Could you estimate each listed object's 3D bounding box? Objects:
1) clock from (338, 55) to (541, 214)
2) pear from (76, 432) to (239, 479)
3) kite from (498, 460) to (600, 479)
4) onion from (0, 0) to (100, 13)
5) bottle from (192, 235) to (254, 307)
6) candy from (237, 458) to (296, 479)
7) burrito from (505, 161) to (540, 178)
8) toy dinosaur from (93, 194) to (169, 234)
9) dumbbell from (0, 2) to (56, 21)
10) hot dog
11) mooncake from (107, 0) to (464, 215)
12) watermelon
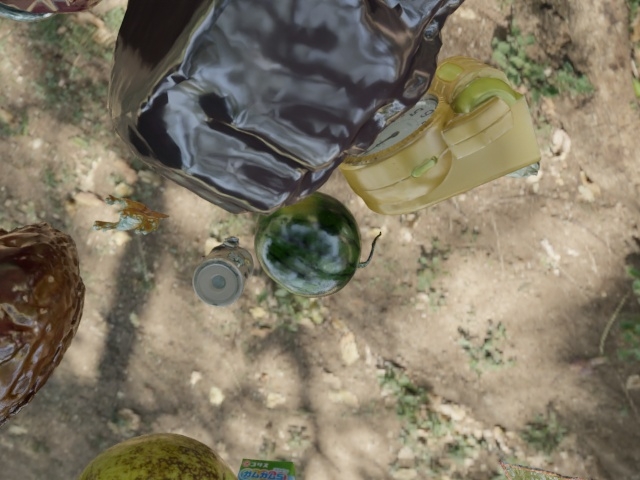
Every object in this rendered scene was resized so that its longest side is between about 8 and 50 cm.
[{"bbox_3d":[0.188,-0.170,1.519,0.317,0.244,0.200,-31,112,-2],"label":"clock"},{"bbox_3d":[-0.156,0.294,0.885,0.197,0.197,0.197,3,131,4],"label":"pear"},{"bbox_3d":[0.317,0.354,0.856,0.377,0.013,0.327,35,150,38],"label":"kite"},{"bbox_3d":[-0.262,-0.317,0.870,0.218,0.140,0.195,-10,160,43],"label":"onion"},{"bbox_3d":[-0.164,0.050,1.520,0.099,0.152,0.099,2,106,7],"label":"bottle"},{"bbox_3d":[-0.105,0.457,1.444,0.097,0.194,0.062,1,125,10],"label":"candy"},{"bbox_3d":[0.308,-0.171,1.766,0.275,0.082,0.059,4,139,-4],"label":"burrito"},{"bbox_3d":[-0.328,-0.051,1.575,0.142,0.212,0.057,2,107,15],"label":"toy dinosaur"},{"bbox_3d":[-0.489,-0.501,1.408,0.179,0.179,0.406,19,162,-10],"label":"dumbbell"},{"bbox_3d":[-0.347,0.074,0.786,0.267,0.387,0.174,-10,95,-16],"label":"hot dog"},{"bbox_3d":[-0.036,-0.205,0.734,0.212,0.381,0.351,29,105,-26],"label":"mooncake"},{"bbox_3d":[-0.008,-0.002,1.624,0.232,0.204,0.127,30,156,-5],"label":"watermelon"}]
